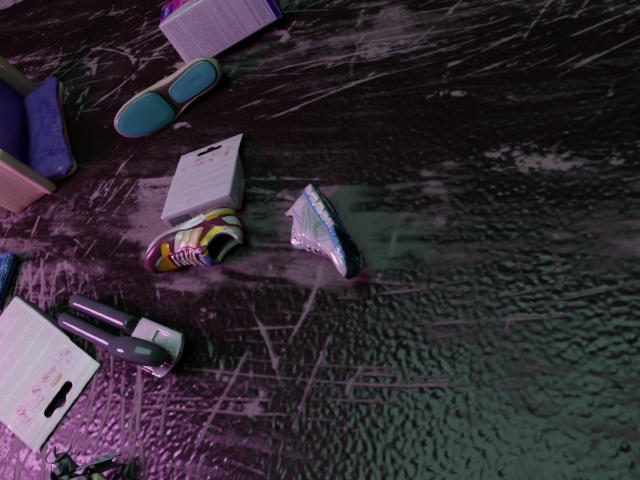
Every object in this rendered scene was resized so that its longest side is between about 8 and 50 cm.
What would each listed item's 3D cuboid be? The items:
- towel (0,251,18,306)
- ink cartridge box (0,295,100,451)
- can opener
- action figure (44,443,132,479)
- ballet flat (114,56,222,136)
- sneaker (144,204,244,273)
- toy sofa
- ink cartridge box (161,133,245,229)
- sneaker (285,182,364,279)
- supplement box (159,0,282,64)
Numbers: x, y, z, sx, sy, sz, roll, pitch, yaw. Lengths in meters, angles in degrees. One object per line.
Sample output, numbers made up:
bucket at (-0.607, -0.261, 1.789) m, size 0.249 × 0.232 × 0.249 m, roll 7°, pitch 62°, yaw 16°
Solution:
towel at (-0.661, 0.081, 1.223) m, size 0.067 × 0.029 × 0.119 m, roll -6°, pitch 62°, yaw 25°
ink cartridge box at (-0.510, 0.233, 1.068) m, size 0.225 × 0.056 × 0.181 m, roll 32°, pitch 80°, yaw 16°
can opener at (-0.342, 0.145, 0.989) m, size 0.284 × 0.095 × 0.075 m, roll 15°, pitch 71°, yaw 31°
action figure at (-0.337, 0.415, 0.836) m, size 0.185 × 0.099 × 0.285 m, roll -28°, pitch 60°, yaw -2°
ballet flat at (-0.306, -0.294, 1.226) m, size 0.249 × 0.086 × 0.086 m, roll -28°, pitch 55°, yaw 9°
sneaker at (-0.215, 0.015, 1.011) m, size 0.186 × 0.069 × 0.083 m, roll -32°, pitch 49°, yaw 9°
toy sofa at (-0.678, -0.257, 1.339) m, size 0.177 × 0.150 × 0.362 m, roll -31°, pitch 55°, yaw 10°
ink cartridge box at (-0.205, -0.108, 1.102) m, size 0.146 × 0.045 × 0.179 m, roll -17°, pitch 40°, yaw 19°
sneaker at (0.000, 0.000, 0.920) m, size 0.083 × 0.071 × 0.190 m, roll -39°, pitch 45°, yaw 11°
supplement box at (-0.203, -0.463, 1.222) m, size 0.220 × 0.114 × 0.111 m, roll -27°, pitch 40°, yaw 13°
